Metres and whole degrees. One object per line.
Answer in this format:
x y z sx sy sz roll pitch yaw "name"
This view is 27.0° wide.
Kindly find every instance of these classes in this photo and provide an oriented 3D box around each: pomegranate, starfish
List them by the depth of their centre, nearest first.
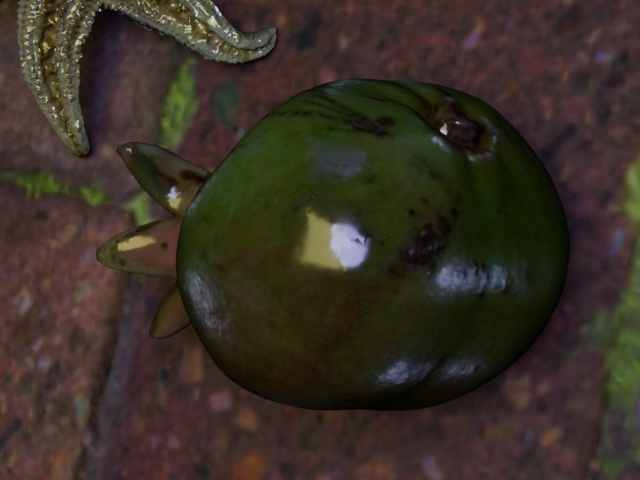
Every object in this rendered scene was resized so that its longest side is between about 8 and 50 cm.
0.000 0.000 0.540 0.191 0.152 0.131 4 90 48 "pomegranate"
-0.123 -0.120 0.634 0.208 0.053 0.176 10 116 8 "starfish"
